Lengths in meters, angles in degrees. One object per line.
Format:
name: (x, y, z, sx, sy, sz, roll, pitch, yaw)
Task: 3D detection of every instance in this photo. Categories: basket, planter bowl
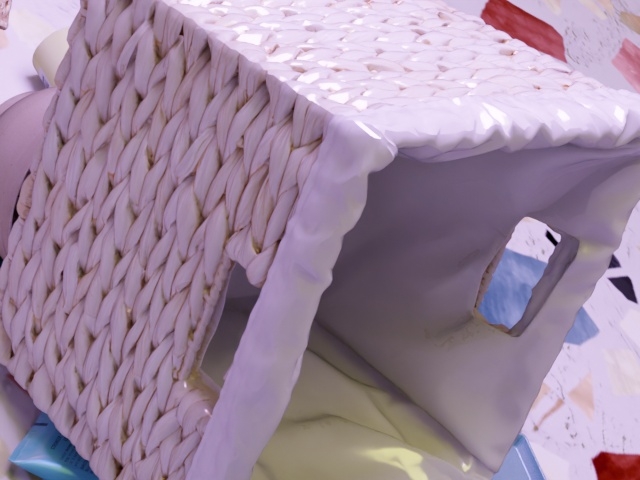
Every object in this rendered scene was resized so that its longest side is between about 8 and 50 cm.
basket: (0.000, 0.000, 0.977, 0.331, 0.328, 0.266, -7, 38, -46)
planter bowl: (-0.188, -0.048, 1.068, 0.162, 0.162, 0.109, -7, 30, -46)

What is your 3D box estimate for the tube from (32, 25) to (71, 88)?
tube: (-0.156, -0.070, 1.186, 0.070, 0.062, 0.240, -20, 66, -29)

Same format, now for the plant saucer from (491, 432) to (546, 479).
plant saucer: (0.176, 0.241, 1.180, 0.067, 0.018, 0.192, 7, 47, -37)

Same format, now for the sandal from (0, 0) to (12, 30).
sandal: (-0.293, -0.216, 1.203, 0.088, 0.079, 0.240, 24, 38, -21)

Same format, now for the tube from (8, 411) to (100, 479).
tube: (-0.104, 0.174, 0.980, 0.207, 0.052, 0.080, 30, 27, -3)
